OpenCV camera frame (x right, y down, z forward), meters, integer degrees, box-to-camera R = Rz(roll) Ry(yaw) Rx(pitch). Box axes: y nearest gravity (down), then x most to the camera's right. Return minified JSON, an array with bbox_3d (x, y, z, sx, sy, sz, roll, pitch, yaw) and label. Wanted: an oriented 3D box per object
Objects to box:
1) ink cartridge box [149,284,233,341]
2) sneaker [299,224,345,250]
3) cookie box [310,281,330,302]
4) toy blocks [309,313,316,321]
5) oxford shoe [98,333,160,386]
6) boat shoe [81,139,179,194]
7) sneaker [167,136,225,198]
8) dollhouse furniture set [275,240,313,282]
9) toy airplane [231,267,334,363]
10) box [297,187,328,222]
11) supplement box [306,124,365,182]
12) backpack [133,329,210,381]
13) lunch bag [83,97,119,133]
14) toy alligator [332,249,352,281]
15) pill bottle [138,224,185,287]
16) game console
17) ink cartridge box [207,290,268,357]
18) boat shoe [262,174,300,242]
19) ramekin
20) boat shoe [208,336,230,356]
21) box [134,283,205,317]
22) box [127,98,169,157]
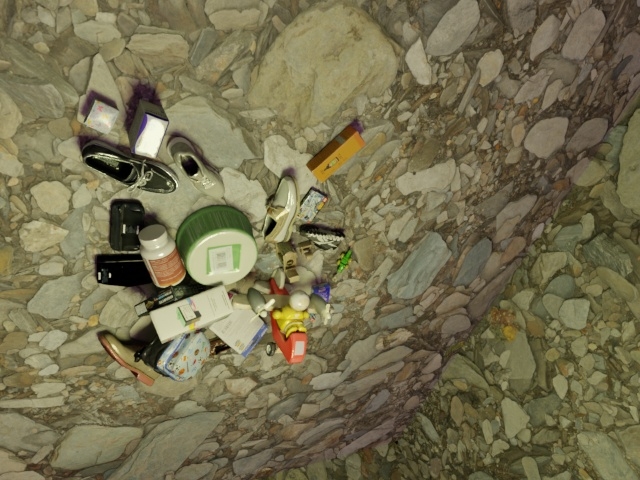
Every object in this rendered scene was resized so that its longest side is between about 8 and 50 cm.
[{"bbox_3d":[-0.495,0.286,1.573,0.278,0.117,0.201,-19,171,-24],"label":"ink cartridge box"},{"bbox_3d":[0.000,0.000,1.814,0.234,0.078,0.106,8,118,-36],"label":"sneaker"},{"bbox_3d":[-0.002,0.268,2.047,0.091,0.040,0.107,-11,129,-22],"label":"cookie box"},{"bbox_3d":[-0.052,0.354,2.011,0.054,0.148,0.123,-24,132,-10],"label":"toy blocks"},{"bbox_3d":[-0.794,0.480,1.740,0.130,0.122,0.348,-49,138,-25],"label":"oxford shoe"},{"bbox_3d":[-0.589,-0.213,1.296,0.306,0.105,0.113,30,107,-41],"label":"boat shoe"},{"bbox_3d":[-0.413,-0.219,1.381,0.099,0.121,0.262,-37,134,2],"label":"sneaker"},{"bbox_3d":[-0.088,0.065,1.743,0.160,0.182,0.101,-15,130,-18],"label":"dollhouse furniture set"},{"bbox_3d":[-0.139,0.279,1.754,0.272,0.384,0.386,-46,-179,40],"label":"toy airplane"},{"bbox_3d":[-0.041,-0.145,1.713,0.093,0.027,0.137,24,110,-38],"label":"box"},{"bbox_3d":[0.058,-0.334,1.589,0.233,0.080,0.078,-42,133,4],"label":"supplement box"},{"bbox_3d":[-0.593,0.464,1.730,0.277,0.213,0.263,-53,159,-26],"label":"backpack"},{"bbox_3d":[-0.639,-0.361,1.191,0.071,0.053,0.083,20,103,-41],"label":"lunch bag"},{"bbox_3d":[0.110,0.119,1.991,0.190,0.056,0.051,-64,168,24],"label":"toy alligator"},{"bbox_3d":[-0.566,0.055,1.456,0.121,0.121,0.216,-18,132,-17],"label":"pill bottle"},{"bbox_3d":[-0.684,0.021,1.471,0.213,0.044,0.362,-1,125,-31],"label":"game console"},{"bbox_3d":[-0.377,0.389,1.869,0.186,0.065,0.311,-53,136,-21],"label":"ink cartridge box"},{"bbox_3d":[-0.159,-0.114,1.612,0.103,0.113,0.303,-9,129,-30],"label":"boat shoe"},{"bbox_3d":[-0.388,0.032,1.570,0.303,0.148,0.304,-15,131,-19],"label":"ramekin"},{"bbox_3d":[-0.503,0.507,1.929,0.206,0.073,0.073,-24,136,-9],"label":"boat shoe"},{"bbox_3d":[-0.575,0.228,1.580,0.175,0.051,0.220,-26,172,11],"label":"box"},{"bbox_3d":[-0.516,-0.334,1.221,0.072,0.137,0.126,13,117,-37],"label":"box"}]
